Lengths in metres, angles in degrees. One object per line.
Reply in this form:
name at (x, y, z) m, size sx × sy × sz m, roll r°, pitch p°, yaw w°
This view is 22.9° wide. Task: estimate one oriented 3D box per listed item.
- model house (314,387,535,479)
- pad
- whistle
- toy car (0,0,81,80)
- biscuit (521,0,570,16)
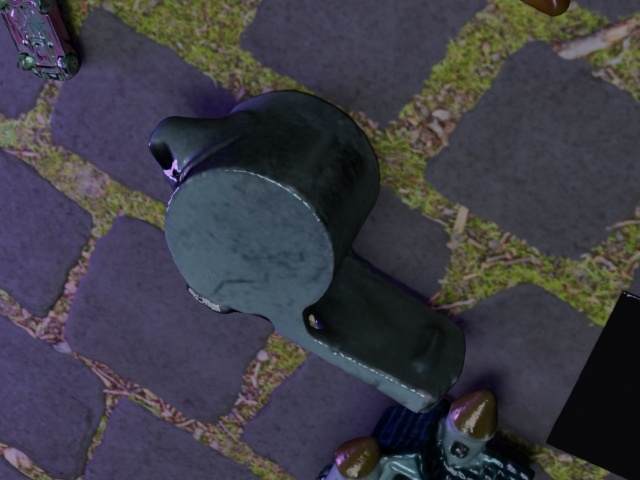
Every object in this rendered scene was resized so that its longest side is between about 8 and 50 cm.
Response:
model house at (0.125, 0.283, 1.818) m, size 0.253 × 0.184 × 0.291 m, roll 27°, pitch 125°, yaw 8°
pad at (0.367, 0.177, 1.745) m, size 0.170 × 0.006 × 0.245 m, roll 23°, pitch 129°, yaw 7°
whistle at (-0.014, 0.021, 1.685) m, size 0.188 × 0.168 × 0.404 m, roll -19°, pitch 114°, yaw 31°
toy car at (-0.301, -0.232, 1.697) m, size 0.069 × 0.055 × 0.142 m, roll 8°, pitch 137°, yaw 27°
biscuit at (0.181, -0.319, 1.443) m, size 0.164 × 0.047 × 0.208 m, roll 23°, pitch 129°, yaw 7°
